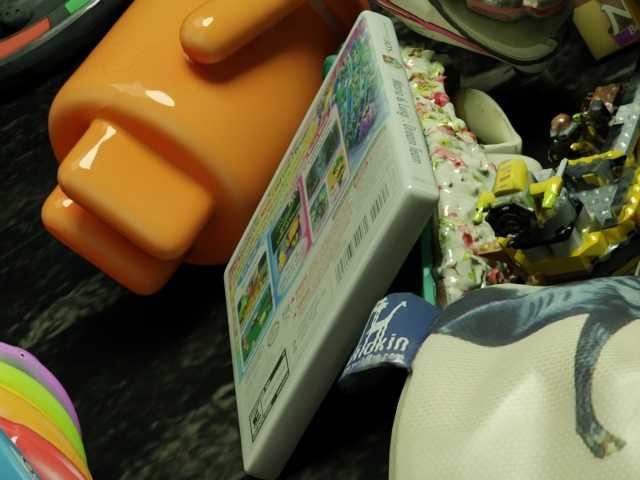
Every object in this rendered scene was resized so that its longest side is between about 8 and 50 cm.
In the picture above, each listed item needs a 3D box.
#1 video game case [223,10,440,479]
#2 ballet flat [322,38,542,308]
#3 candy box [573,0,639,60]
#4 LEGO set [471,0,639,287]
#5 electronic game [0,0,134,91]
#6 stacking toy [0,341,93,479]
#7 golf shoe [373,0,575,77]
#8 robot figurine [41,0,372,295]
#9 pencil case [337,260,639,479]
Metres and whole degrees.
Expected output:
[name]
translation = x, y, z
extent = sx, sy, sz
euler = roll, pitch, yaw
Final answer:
[video game case]
translation = 0.000, 0.000, 0.802
extent = 0.143, 0.019, 0.157
euler = -100, 33, -54
[ballet flat]
translation = 0.057, -0.031, 0.828
extent = 0.077, 0.091, 0.241
euler = -4, 33, -9
[candy box]
translation = 0.171, -0.176, 0.944
extent = 0.109, 0.053, 0.187
euler = -25, 29, 21
[LEGO set]
translation = 0.186, -0.101, 0.666
extent = 0.331, 0.192, 0.255
euler = -5, 41, 43
[electronic game]
translation = -0.199, -0.185, 1.361
extent = 0.229, 0.048, 0.229
euler = -26, 30, 16
[stacking toy]
translation = -0.160, 0.106, 0.811
extent = 0.165, 0.175, 0.302
euler = -31, 15, 7
[golf shoe]
translation = 0.034, -0.135, 0.884
extent = 0.186, 0.086, 0.067
euler = 33, 65, 20
[robot figurine]
translation = -0.051, -0.076, 0.955
extent = 0.128, 0.158, 0.219
euler = 12, 51, 31
[pencil case]
translation = 0.211, 0.030, 0.476
extent = 0.410, 0.160, 0.184
euler = -21, 50, 27
